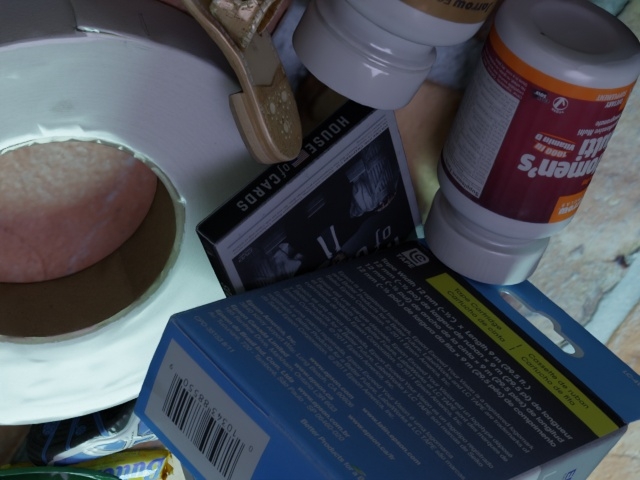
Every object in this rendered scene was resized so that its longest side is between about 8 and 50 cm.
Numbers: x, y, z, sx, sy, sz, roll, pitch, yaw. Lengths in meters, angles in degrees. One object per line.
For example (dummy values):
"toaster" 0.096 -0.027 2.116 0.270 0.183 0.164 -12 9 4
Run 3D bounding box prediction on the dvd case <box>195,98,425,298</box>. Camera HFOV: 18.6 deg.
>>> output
"dvd case" 0.000 0.000 1.548 0.179 0.029 0.238 -41 150 -13

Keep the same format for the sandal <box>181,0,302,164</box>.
"sandal" -0.043 -0.168 1.383 0.079 0.088 0.240 -10 117 26

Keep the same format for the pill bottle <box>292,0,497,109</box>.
"pill bottle" 0.076 -0.212 1.400 0.131 0.131 0.229 14 124 -30

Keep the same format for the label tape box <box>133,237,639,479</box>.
"label tape box" 0.069 0.131 1.511 0.348 0.249 0.115 -15 138 -46

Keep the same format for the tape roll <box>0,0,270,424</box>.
"tape roll" -0.212 -0.019 1.503 0.392 0.072 0.392 -11 132 -12

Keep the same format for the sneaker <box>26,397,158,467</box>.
"sneaker" -0.151 0.148 1.667 0.211 0.080 0.081 -25 131 4

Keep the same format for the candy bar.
"candy bar" -0.208 0.206 1.741 0.161 0.018 0.040 -3 131 -17

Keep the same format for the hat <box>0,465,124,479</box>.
"hat" -0.256 0.308 1.666 0.209 0.183 0.173 -10 152 11

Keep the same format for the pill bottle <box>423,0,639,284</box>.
"pill bottle" 0.164 -0.079 1.558 0.121 0.121 0.221 3 128 -23

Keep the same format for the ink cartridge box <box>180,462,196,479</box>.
"ink cartridge box" -0.022 0.176 1.693 0.086 0.148 0.203 25 118 -35
